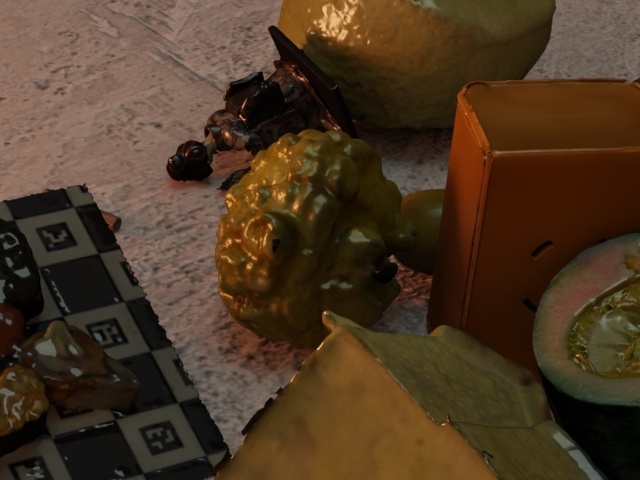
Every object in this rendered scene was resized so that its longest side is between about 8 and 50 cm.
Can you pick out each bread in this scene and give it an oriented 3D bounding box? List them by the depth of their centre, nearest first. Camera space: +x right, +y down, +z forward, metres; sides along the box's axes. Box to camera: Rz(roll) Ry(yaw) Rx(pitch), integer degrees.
[{"bbox_3d":[0.108,-0.259,2.277,0.321,0.237,0.320,15,40,-13],"label":"bread"}]

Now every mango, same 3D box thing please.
[{"bbox_3d":[0.164,-0.009,2.007,0.195,0.091,0.130,-4,-7,-3],"label":"mango"}]

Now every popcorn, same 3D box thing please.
[{"bbox_3d":[-0.002,0.002,1.891,0.218,0.189,0.169,-55,23,-12],"label":"popcorn"}]

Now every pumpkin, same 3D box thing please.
[{"bbox_3d":[0.345,0.116,1.727,0.293,0.197,0.263,-14,36,6],"label":"pumpkin"}]

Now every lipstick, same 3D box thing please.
[{"bbox_3d":[-0.253,-0.032,2.059,0.094,0.019,0.019,21,36,20],"label":"lipstick"}]

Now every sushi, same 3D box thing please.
[{"bbox_3d":[-0.293,0.089,1.744,0.343,0.064,0.359,-13,54,-27],"label":"sushi"}]

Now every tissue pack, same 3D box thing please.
[{"bbox_3d":[0.213,-0.003,1.864,0.194,0.274,0.145,-3,33,-14],"label":"tissue pack"}]

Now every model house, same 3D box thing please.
[{"bbox_3d":[0.099,0.240,1.568,0.321,0.261,0.266,47,23,23],"label":"model house"}]

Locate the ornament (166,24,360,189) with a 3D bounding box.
[{"bbox_3d":[-0.077,-0.107,2.156,0.196,0.153,0.166,-31,43,-10],"label":"ornament"}]

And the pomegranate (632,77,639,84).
[{"bbox_3d":[0.399,-0.099,2.018,0.261,0.340,0.260,-5,1,0],"label":"pomegranate"}]
